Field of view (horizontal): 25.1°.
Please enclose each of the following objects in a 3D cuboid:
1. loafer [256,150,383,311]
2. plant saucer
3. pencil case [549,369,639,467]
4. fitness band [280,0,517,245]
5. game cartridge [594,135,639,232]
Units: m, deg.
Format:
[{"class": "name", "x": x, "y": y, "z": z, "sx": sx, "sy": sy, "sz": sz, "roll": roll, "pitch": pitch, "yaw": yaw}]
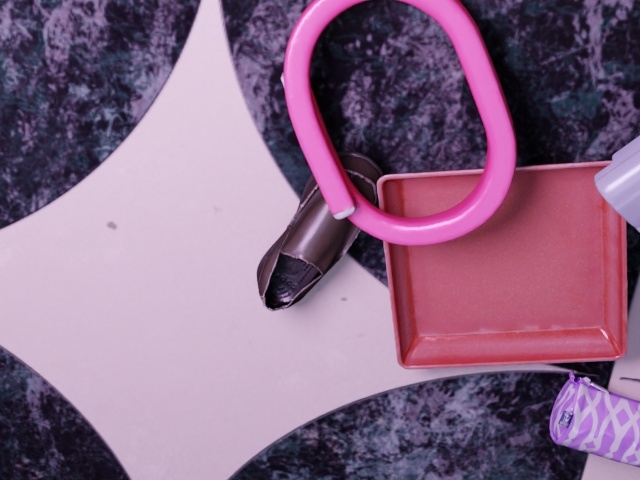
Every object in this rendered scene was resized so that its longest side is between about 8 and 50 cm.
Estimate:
[{"class": "loafer", "x": 0.000, "y": 0.000, "z": 1.561, "sx": 0.080, "sy": 0.078, "sz": 0.220, "roll": 25, "pitch": 122, "yaw": -11}, {"class": "plant saucer", "x": 0.202, "y": 0.022, "z": 1.574, "sx": 0.259, "sy": 0.048, "sz": 0.259, "roll": -4, "pitch": 122, "yaw": 7}, {"class": "pencil case", "x": 0.367, "y": 0.217, "z": 1.667, "sx": 0.206, "sy": 0.086, "sz": 0.088, "roll": 17, "pitch": 96, "yaw": -7}, {"class": "fitness band", "x": 0.080, "y": -0.130, "z": 1.449, "sx": 0.209, "sy": 0.054, "sz": 0.291, "roll": -20, "pitch": 107, "yaw": 11}, {"class": "game cartridge", "x": 0.446, "y": -0.035, "z": 1.477, "sx": 0.198, "sy": 0.062, "sz": 0.297, "roll": -35, "pitch": 125, "yaw": 29}]
